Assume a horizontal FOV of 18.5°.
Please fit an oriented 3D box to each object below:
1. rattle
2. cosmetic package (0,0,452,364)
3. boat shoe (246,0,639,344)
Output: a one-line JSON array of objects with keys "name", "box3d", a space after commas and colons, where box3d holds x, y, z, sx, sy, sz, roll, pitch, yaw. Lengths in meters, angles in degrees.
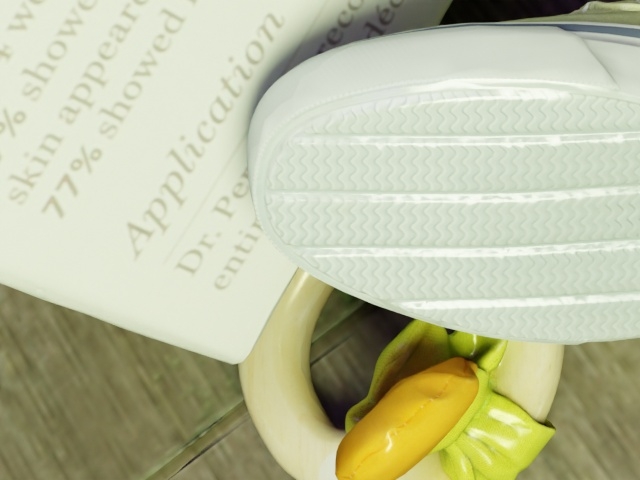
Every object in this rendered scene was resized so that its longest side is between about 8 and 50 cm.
[{"name": "rattle", "box3d": [0.000, 0.000, 0.704, 0.130, 0.142, 0.200, -24, 71, 33]}, {"name": "cosmetic package", "box3d": [-0.160, -0.212, 0.630, 0.327, 0.393, 0.329, 35, 95, 42]}, {"name": "boat shoe", "box3d": [0.124, -0.032, 0.646, 0.302, 0.109, 0.094, 2, 39, -9]}]
